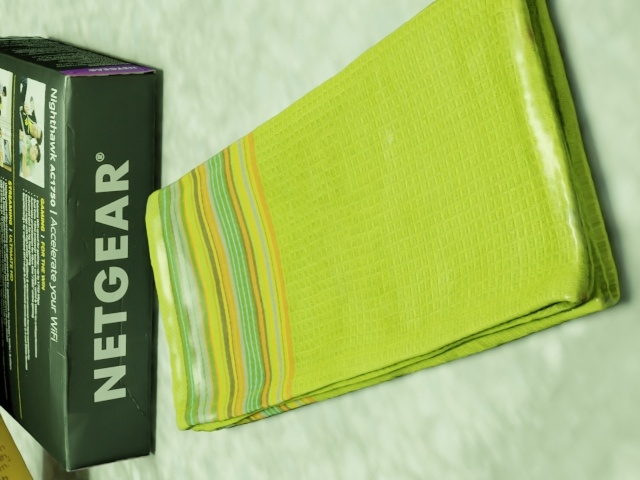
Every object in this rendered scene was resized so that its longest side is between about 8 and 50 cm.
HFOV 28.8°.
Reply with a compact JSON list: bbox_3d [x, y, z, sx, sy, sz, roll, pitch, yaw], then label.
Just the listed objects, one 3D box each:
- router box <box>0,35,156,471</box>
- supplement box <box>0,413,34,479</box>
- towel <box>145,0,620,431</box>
[{"bbox_3d":[-0.126,0.000,0.584,0.133,0.046,0.179,24,116,53],"label":"router box"},{"bbox_3d":[-0.197,0.092,0.604,0.078,0.080,0.233,26,143,49],"label":"supplement box"},{"bbox_3d":[0.000,0.000,0.415,0.237,0.021,0.102,-27,74,55],"label":"towel"}]
